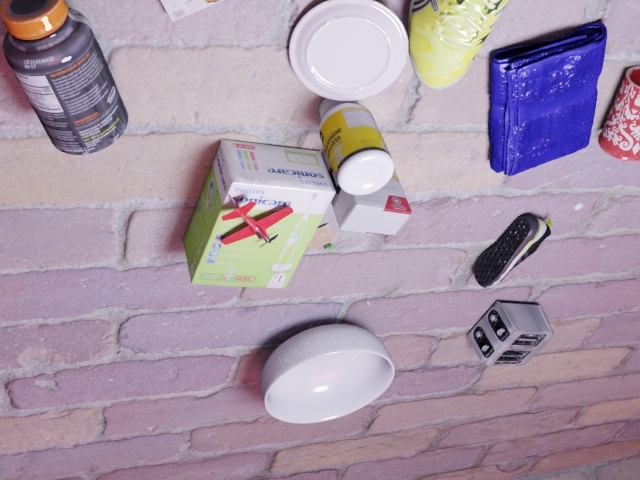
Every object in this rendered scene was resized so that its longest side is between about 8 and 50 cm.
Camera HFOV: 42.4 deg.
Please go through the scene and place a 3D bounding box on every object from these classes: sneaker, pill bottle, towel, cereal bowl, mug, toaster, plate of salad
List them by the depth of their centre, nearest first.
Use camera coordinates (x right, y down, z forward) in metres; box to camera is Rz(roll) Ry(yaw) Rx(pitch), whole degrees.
[{"bbox_3d":[-0.381,-0.253,1.221,0.130,0.130,0.246,-16,142,-4],"label":"pill bottle"},{"bbox_3d":[0.230,-0.395,1.272,0.145,0.147,0.385,16,129,-4],"label":"sneaker"},{"bbox_3d":[0.047,-0.322,1.386,0.199,0.048,0.200,-1,134,-1],"label":"plate of salad"},{"bbox_3d":[0.056,-0.176,1.458,0.103,0.184,0.103,-12,141,-10],"label":"pill bottle"},{"bbox_3d":[0.442,-0.261,1.612,0.227,0.076,0.308,-17,142,-3],"label":"towel"},{"bbox_3d":[0.661,-0.260,1.679,0.150,0.113,0.169,3,136,2],"label":"mug"},{"bbox_3d":[0.468,0.035,1.977,0.097,0.084,0.235,11,133,-35],"label":"sneaker"},{"bbox_3d":[0.007,0.315,2.071,0.339,0.141,0.339,-12,141,-10],"label":"cereal bowl"},{"bbox_3d":[0.521,0.253,2.244,0.185,0.110,0.168,6,136,-29],"label":"toaster"}]

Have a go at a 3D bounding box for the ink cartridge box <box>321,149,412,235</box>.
[{"bbox_3d":[0.082,-0.102,1.570,0.127,0.175,0.072,6,138,-29],"label":"ink cartridge box"}]

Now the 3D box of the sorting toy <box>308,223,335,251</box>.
[{"bbox_3d":[0.000,0.000,1.789,0.062,0.012,0.083,-26,139,0],"label":"sorting toy"}]

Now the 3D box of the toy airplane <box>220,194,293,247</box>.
[{"bbox_3d":[-0.123,-0.033,1.488,0.151,0.028,0.151,-10,141,-8],"label":"toy airplane"}]

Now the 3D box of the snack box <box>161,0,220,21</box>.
[{"bbox_3d":[-0.156,-0.391,1.239,0.178,0.022,0.064,-22,141,3],"label":"snack box"}]

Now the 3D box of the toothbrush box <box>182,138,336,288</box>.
[{"bbox_3d":[-0.125,-0.042,1.594,0.206,0.122,0.283,4,137,-25],"label":"toothbrush box"}]
